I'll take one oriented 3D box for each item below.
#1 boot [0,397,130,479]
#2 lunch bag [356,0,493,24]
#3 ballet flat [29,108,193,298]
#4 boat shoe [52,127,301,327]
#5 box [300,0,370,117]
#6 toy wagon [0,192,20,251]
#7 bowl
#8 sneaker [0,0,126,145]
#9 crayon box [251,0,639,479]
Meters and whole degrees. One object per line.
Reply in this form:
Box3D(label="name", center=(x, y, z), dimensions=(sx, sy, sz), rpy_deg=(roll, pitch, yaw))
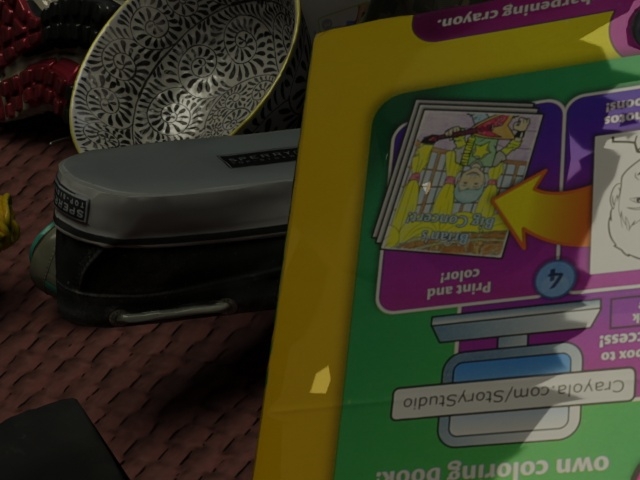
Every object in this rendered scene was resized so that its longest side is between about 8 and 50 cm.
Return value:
Box3D(label="boot", center=(-0.181, 0.266, 0.768), dimensions=(0.367, 0.146, 0.445), rpy_deg=(-18, 34, -14))
Box3D(label="lunch bag", center=(0.202, -0.128, 1.105), dimensions=(0.287, 0.169, 0.235), rpy_deg=(33, 44, 12))
Box3D(label="ballet flat", center=(-0.097, -0.027, 1.260), dimensions=(0.068, 0.072, 0.213), rpy_deg=(33, 56, 20))
Box3D(label="boat shoe", center=(0.001, 0.002, 1.103), dimensions=(0.306, 0.105, 0.113), rpy_deg=(-6, 25, -25))
Box3D(label="box", center=(0.054, -0.166, 1.300), dimensions=(0.203, 0.103, 0.114), rpy_deg=(-21, 30, -21))
Box3D(label="toy wagon", center=(-0.351, 0.045, 1.284), dimensions=(0.344, 0.068, 0.267), rpy_deg=(-11, 33, 14))
Box3D(label="bowl", center=(-0.064, -0.089, 1.203), dimensions=(0.170, 0.080, 0.170), rpy_deg=(-21, 49, 25))
Box3D(label="sneaker", center=(-0.172, -0.136, 1.430), dimensions=(0.112, 0.120, 0.299), rpy_deg=(-6, 19, -36))
Box3D(label="crayon box", center=(0.162, 0.033, 0.868), dimensions=(0.363, 0.106, 0.313), rpy_deg=(-6, 59, 23))
